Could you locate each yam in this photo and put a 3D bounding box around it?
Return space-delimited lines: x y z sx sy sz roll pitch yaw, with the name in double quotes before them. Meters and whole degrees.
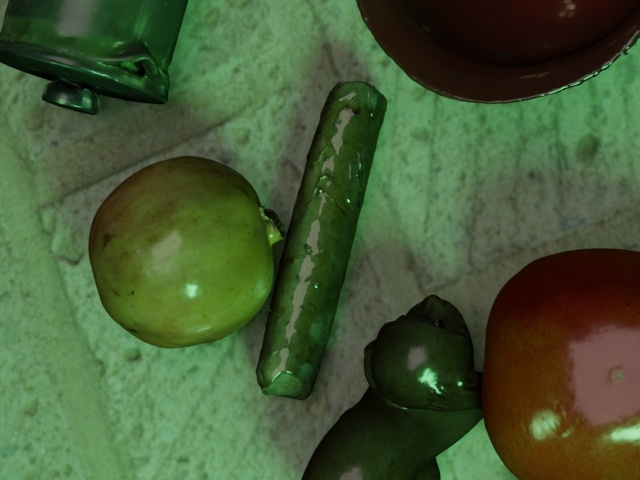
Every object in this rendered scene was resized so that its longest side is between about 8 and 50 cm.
"yam" 0.000 0.000 1.866 0.067 0.071 0.317 1 75 60

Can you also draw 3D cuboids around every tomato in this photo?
"tomato" 0.267 0.125 1.716 0.259 0.180 0.260 -1 83 12

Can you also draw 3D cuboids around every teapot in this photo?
"teapot" -0.227 -0.297 1.929 0.270 0.200 0.337 12 85 43

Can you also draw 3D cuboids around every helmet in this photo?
"helmet" 0.207 -0.307 1.780 0.337 0.230 0.385 11 92 18

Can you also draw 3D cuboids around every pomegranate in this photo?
"pomegranate" -0.132 0.008 1.842 0.191 0.191 0.191 -3 80 15

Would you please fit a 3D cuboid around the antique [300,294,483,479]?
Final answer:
"antique" 0.066 0.174 1.783 0.121 0.143 0.257 31 87 20
